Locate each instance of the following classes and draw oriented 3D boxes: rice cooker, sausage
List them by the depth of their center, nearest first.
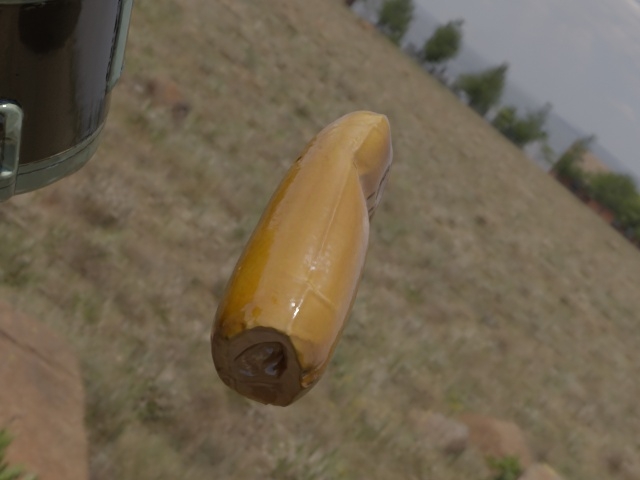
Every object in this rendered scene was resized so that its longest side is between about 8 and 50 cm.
[{"bbox_3d":[-0.005,-0.001,1.287,0.116,0.134,0.354,5,41,17],"label":"sausage"},{"bbox_3d":[-0.352,-0.216,1.354,0.335,0.325,0.335,10,37,-8],"label":"rice cooker"}]
